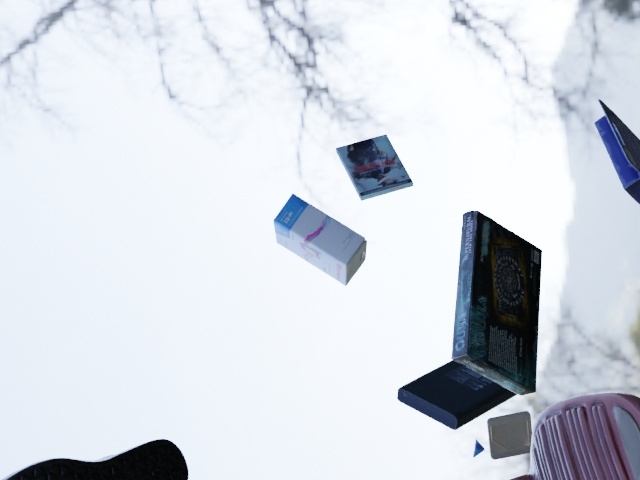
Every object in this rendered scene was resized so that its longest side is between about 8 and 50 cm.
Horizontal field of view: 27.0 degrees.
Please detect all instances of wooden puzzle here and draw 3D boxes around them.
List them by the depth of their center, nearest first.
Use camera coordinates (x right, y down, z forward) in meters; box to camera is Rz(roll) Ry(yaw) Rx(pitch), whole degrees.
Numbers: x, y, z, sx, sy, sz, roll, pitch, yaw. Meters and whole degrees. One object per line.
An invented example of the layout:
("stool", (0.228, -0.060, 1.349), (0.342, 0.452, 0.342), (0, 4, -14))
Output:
("wooden puzzle", (0.287, 0.293, 2.012), (0.014, 0.116, 0.078), (-106, 13, -65))

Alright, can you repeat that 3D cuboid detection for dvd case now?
("dvd case", (0.083, -0.114, 2.059), (0.013, 0.087, 0.119), (85, 167, -47))

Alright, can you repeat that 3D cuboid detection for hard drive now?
("hard drive", (0.174, 0.185, 1.653), (0.135, 0.094, 0.022), (-20, -56, -42))

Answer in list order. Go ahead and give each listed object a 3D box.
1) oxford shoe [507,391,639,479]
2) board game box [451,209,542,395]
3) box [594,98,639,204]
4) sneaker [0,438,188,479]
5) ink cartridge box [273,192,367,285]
("oxford shoe", (0.244, 0.205, 1.106), (0.348, 0.130, 0.123), (107, 155, -64))
("board game box", (0.206, 0.071, 1.540), (0.126, 0.026, 0.186), (29, -124, -35))
("box", (0.441, -0.087, 1.808), (0.225, 0.036, 0.136), (37, -152, -37))
("sneaker", (-0.237, 0.263, 1.342), (0.234, 0.097, 0.084), (-3, -111, -44))
("ink cartridge box", (0.000, 0.000, 1.832), (0.052, 0.122, 0.088), (-56, -13, -17))
